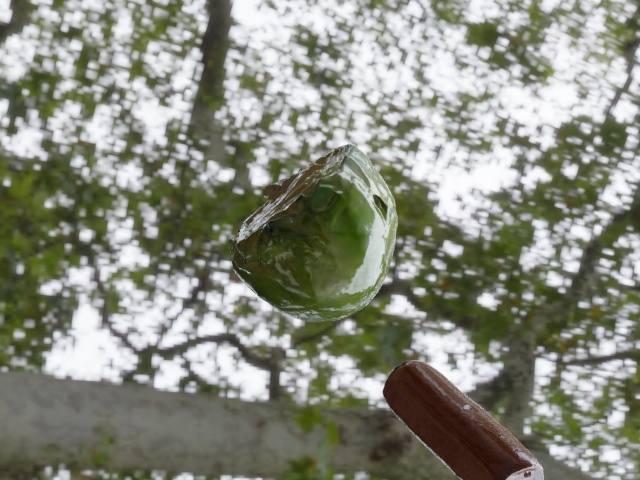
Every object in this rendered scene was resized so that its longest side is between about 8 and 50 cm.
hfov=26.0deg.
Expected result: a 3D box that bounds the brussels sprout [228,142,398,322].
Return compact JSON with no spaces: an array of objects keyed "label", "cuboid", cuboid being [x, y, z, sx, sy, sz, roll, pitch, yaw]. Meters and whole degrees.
[{"label":"brussels sprout","cuboid":[0.003,0.004,1.174,0.149,0.122,0.151,-37,-165,7]}]

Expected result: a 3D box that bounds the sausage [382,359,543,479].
[{"label":"sausage","cuboid":[0.087,0.121,0.883,0.131,0.039,0.041,40,-43,42]}]
